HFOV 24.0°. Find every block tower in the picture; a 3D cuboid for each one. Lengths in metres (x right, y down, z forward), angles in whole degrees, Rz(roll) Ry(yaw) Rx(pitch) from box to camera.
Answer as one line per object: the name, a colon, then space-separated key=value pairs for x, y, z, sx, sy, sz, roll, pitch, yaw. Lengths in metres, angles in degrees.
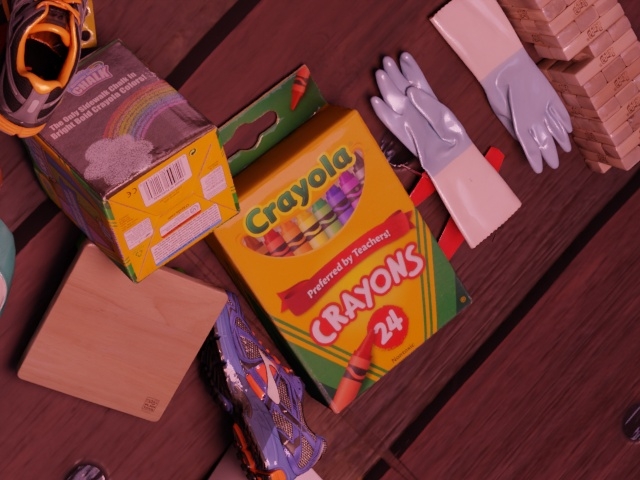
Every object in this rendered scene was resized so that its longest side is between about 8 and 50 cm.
block tower: x=0.283 y=-0.229 z=1.672 sx=0.091 sy=0.097 sz=0.335 roll=-39 pitch=115 yaw=-12

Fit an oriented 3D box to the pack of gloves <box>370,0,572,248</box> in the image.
pack of gloves: x=0.164 y=-0.140 z=1.669 sx=0.195 sy=0.046 sz=0.232 roll=-40 pitch=105 yaw=-17

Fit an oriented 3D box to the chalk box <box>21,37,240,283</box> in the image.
chalk box: x=-0.198 y=-0.089 z=1.435 sx=0.132 sy=0.213 sz=0.132 roll=-35 pitch=144 yaw=-18

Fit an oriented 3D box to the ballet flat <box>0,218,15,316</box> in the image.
ballet flat: x=-0.355 y=0.092 z=1.448 sx=0.083 sy=0.087 sz=0.247 roll=27 pitch=89 yaw=-27

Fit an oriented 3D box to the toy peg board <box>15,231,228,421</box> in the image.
toy peg board: x=-0.207 y=0.079 z=1.532 sx=0.161 sy=0.079 sz=0.160 roll=23 pitch=107 yaw=-26

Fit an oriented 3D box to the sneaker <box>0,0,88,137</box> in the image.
sneaker: x=-0.246 y=-0.201 z=1.361 sx=0.084 sy=0.083 sz=0.214 roll=14 pitch=68 yaw=-27

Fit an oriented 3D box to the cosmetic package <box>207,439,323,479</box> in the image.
cosmetic package: x=-0.075 y=0.439 z=1.577 sx=0.284 sy=0.097 sz=0.377 roll=49 pitch=57 yaw=-23

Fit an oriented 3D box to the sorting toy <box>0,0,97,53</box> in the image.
sorting toy: x=-0.311 y=-0.286 z=1.411 sx=0.132 sy=0.046 sz=0.274 roll=-34 pitch=112 yaw=-15

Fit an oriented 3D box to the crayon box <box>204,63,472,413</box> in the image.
crayon box: x=0.000 y=0.000 z=1.597 sx=0.202 sy=0.081 sz=0.318 roll=-39 pitch=113 yaw=-12

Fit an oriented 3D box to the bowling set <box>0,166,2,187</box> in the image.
bowling set: x=-0.403 y=-0.098 z=1.376 sx=0.287 sy=0.154 sz=0.200 roll=-50 pitch=134 yaw=-9

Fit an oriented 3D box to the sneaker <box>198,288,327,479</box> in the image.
sneaker: x=-0.064 y=0.152 z=1.565 sx=0.087 sy=0.083 sz=0.221 roll=-15 pitch=74 yaw=-26

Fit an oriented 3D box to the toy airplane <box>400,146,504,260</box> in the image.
toy airplane: x=0.153 y=-0.050 z=1.686 sx=0.151 sy=0.028 sz=0.151 roll=-5 pitch=101 yaw=-25
